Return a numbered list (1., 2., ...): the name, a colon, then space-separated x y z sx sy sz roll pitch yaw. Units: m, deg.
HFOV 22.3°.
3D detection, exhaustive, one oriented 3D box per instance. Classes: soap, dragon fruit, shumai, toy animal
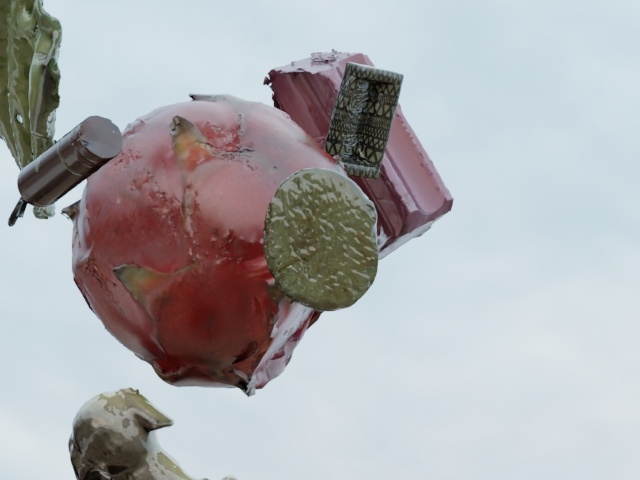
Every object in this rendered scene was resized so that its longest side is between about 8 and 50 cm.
1. soap: 0.030 -0.102 1.867 0.099 0.250 0.162 -26 -6 -37
2. dragon fruit: -0.101 0.001 1.650 0.301 0.295 0.295 45 -5 30
3. shumai: -0.001 0.000 1.422 0.099 0.123 0.087 -2 -1 -2
4. toy animal: -0.182 0.266 1.647 0.169 0.233 0.121 11 -1 -24

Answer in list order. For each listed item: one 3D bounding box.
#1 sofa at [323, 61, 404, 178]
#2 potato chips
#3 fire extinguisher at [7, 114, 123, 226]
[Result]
1. sofa: 0.045 -0.129 1.741 0.060 0.118 0.039 7 11 -43
2. potato chips: -0.396 -0.219 1.924 0.373 0.097 0.389 49 -29 16
3. fire extinguisher: -0.234 -0.070 1.478 0.045 0.078 0.157 33 -37 -21
